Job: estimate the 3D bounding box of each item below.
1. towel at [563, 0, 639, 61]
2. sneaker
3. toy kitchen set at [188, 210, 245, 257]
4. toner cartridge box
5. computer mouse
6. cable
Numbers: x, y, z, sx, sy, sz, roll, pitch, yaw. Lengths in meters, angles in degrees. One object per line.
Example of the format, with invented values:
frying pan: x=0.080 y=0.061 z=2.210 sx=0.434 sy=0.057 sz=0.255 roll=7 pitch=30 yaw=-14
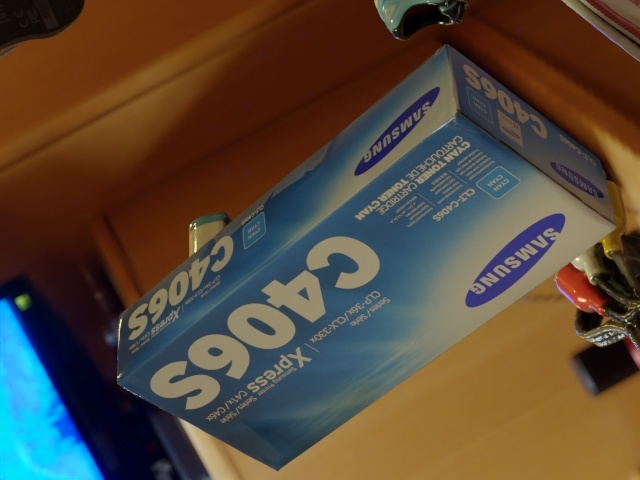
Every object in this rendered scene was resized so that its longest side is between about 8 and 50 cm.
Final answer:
towel: x=0.386 y=-0.228 z=1.526 sx=0.237 sy=0.329 sz=0.037 roll=43 pitch=144 yaw=28
sneaker: x=0.131 y=-0.232 z=1.624 sx=0.063 sy=0.162 sz=0.073 roll=43 pitch=-152 yaw=-46
toy kitchen set: x=0.000 y=0.000 z=1.481 sx=0.166 sy=0.207 sz=0.122 roll=60 pitch=-152 yaw=-70
toner cartridge box: x=0.025 y=0.024 z=1.254 sx=0.165 sy=0.348 sz=0.075 roll=31 pitch=-146 yaw=-31
computer mouse: x=-0.313 y=-0.217 z=1.423 sx=0.184 sy=0.060 sz=0.262 roll=61 pitch=-142 yaw=-13
cable: x=0.240 y=0.053 z=1.424 sx=0.287 sy=0.072 sz=0.140 roll=-94 pitch=18 yaw=-66
